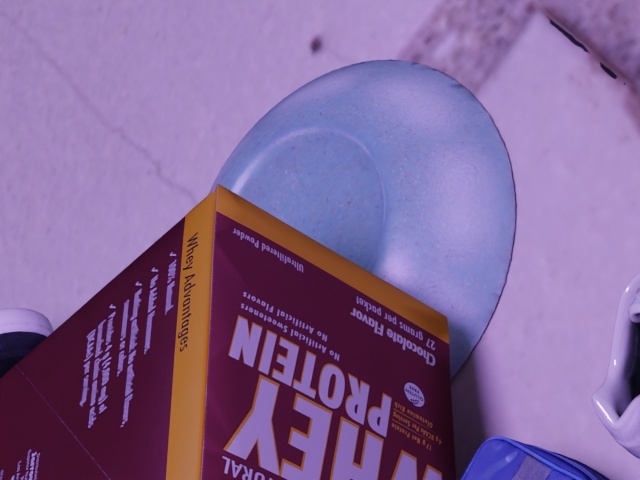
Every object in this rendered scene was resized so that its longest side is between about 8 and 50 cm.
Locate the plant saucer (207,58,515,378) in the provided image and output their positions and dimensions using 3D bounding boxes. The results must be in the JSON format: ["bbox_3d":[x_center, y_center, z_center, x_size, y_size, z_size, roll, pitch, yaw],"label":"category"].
[{"bbox_3d":[0.000,0.000,0.923,0.195,0.037,0.195,-15,64,35],"label":"plant saucer"}]

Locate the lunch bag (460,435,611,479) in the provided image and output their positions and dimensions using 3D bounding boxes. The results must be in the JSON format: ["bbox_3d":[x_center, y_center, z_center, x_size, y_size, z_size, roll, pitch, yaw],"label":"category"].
[{"bbox_3d":[0.079,0.131,0.785,0.067,0.065,0.098,26,89,43],"label":"lunch bag"}]

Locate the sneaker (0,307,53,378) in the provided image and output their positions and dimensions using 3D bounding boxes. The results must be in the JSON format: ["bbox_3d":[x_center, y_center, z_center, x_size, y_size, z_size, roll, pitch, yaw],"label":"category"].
[{"bbox_3d":[-0.188,0.143,1.001,0.217,0.079,0.121,-46,53,26],"label":"sneaker"}]

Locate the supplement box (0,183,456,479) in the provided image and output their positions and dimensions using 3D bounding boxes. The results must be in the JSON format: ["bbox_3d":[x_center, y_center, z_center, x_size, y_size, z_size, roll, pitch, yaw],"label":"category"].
[{"bbox_3d":[-0.054,0.123,0.803,0.194,0.129,0.191,-39,34,34],"label":"supplement box"}]

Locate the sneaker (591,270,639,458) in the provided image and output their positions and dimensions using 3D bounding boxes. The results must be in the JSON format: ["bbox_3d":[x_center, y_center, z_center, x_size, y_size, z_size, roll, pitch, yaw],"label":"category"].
[{"bbox_3d":[0.152,0.017,0.775,0.054,0.061,0.152,12,79,43],"label":"sneaker"}]
